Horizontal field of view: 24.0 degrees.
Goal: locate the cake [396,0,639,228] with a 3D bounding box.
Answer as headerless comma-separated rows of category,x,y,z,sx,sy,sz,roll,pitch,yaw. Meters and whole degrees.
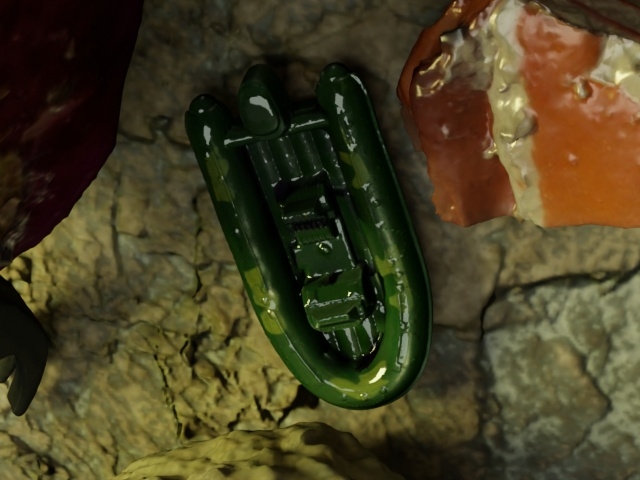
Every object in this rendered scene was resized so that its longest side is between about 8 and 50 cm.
cake,0.174,-0.074,0.710,0.287,0.098,0.135,2,119,11

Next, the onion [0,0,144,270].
onion,-0.272,-0.144,0.674,0.385,0.348,0.348,48,123,25

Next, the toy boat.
toy boat,0.000,0.000,0.813,0.104,0.052,0.210,-12,114,15

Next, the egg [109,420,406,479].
egg,-0.044,0.232,0.829,0.310,0.279,0.279,-17,114,36

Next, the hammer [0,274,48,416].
hammer,-0.343,0.162,0.854,0.440,0.168,0.044,-37,66,4
